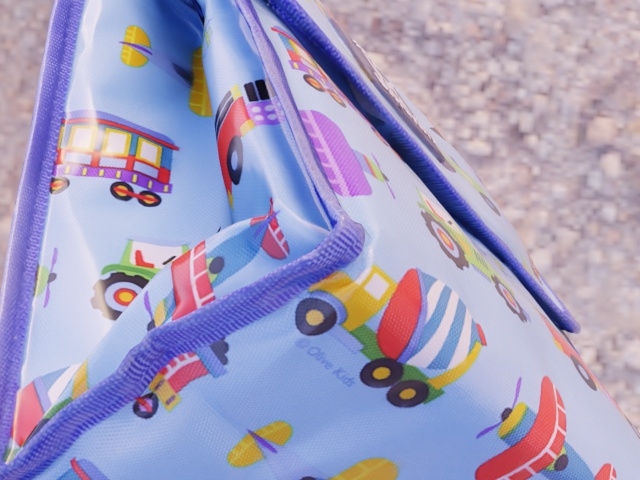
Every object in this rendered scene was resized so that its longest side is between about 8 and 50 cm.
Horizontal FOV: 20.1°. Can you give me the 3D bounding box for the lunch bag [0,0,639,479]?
[{"bbox_3d":[0.000,0.000,0.636,0.138,0.221,0.293,-35,38,18],"label":"lunch bag"}]
